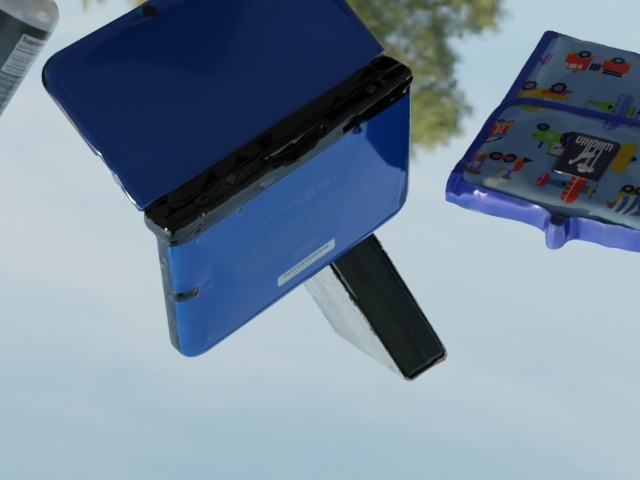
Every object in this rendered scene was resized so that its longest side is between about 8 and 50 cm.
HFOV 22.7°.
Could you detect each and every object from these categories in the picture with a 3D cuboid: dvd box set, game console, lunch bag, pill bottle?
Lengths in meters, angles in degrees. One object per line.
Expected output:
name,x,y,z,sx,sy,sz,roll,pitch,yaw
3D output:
dvd box set,0.000,0.000,1.876,0.062,0.307,0.420,-34,-171,-6
game console,-0.074,-0.087,1.424,0.293,0.250,0.173,-35,-127,-29
lunch bag,0.266,-0.068,1.543,0.221,0.138,0.293,17,-144,20
pill bottle,-0.402,-0.239,1.832,0.161,0.283,0.161,32,-170,-6
